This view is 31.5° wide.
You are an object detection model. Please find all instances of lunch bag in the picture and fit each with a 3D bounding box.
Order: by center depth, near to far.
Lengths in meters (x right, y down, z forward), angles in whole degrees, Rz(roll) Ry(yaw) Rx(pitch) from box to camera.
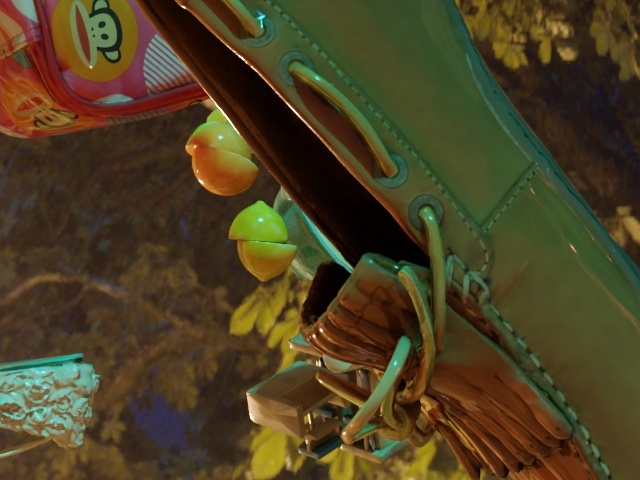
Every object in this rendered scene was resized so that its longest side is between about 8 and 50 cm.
[{"bbox_3d":[-0.150,-0.230,0.807,0.120,0.258,0.293,-10,-81,42],"label":"lunch bag"}]

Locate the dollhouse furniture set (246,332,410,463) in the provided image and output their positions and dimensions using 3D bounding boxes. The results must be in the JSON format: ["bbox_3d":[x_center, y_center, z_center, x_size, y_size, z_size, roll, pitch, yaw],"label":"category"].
[{"bbox_3d":[-0.004,0.190,1.273,0.129,0.183,0.129,11,-64,41],"label":"dollhouse furniture set"}]

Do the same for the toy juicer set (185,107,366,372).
[{"bbox_3d":[0.000,0.000,1.058,0.089,0.209,0.329,-33,-83,17],"label":"toy juicer set"}]

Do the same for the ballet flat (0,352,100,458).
[{"bbox_3d":[-0.470,0.209,1.352,0.408,0.147,0.147,-2,-53,-8],"label":"ballet flat"}]

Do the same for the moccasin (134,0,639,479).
[{"bbox_3d":[0.040,0.012,0.475,0.147,0.139,0.380,-32,-83,-16],"label":"moccasin"}]
